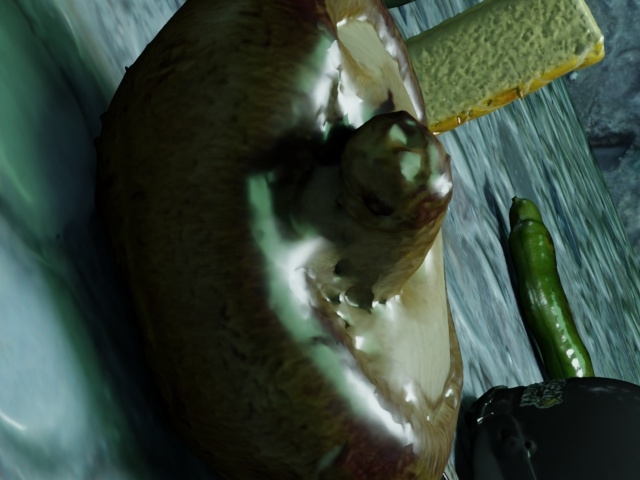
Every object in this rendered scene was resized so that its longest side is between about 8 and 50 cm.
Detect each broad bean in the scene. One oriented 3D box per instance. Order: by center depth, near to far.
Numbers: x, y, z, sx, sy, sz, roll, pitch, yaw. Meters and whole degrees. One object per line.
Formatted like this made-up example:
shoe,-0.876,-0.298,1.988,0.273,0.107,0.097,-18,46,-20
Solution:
broad bean,0.235,0.102,1.683,0.144,0.049,0.292,-67,137,-79

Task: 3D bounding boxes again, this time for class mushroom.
mushroom,-0.015,0.002,0.709,0.194,0.138,0.231,67,16,-83

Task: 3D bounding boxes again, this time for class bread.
bread,0.092,-0.112,1.133,0.068,0.188,0.125,64,13,-4

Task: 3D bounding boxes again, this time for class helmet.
helmet,0.209,0.198,1.208,0.279,0.160,0.231,-5,77,-77

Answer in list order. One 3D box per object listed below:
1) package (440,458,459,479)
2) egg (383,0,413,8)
package,0.061,0.126,0.904,0.239,0.030,0.154,64,-10,-21
egg,0.032,-0.225,1.133,0.192,0.149,0.149,18,53,-79
